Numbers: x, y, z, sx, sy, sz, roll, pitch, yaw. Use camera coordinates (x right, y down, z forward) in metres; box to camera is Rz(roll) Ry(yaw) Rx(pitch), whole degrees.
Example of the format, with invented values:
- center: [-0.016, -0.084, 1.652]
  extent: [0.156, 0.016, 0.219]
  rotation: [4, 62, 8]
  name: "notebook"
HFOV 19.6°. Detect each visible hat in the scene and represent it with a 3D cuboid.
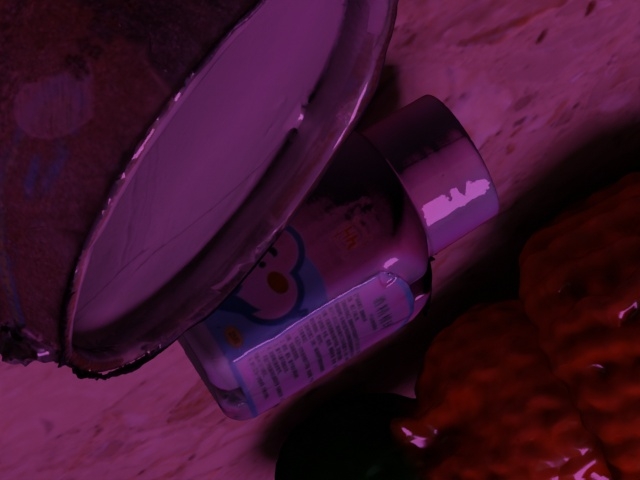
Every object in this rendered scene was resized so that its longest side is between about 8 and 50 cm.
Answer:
- center: [0.181, 0.144, 1.303]
  extent: [0.400, 0.285, 0.285]
  rotation: [-38, 153, 13]
  name: "hat"

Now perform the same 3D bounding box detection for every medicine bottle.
- center: [0.000, 0.000, 1.019]
  extent: [0.188, 0.119, 0.094]
  rotation: [-31, 152, -8]
  name: "medicine bottle"

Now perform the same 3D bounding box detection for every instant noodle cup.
- center: [-0.105, -0.079, 0.626]
  extent: [0.217, 0.207, 0.217]
  rotation: [-49, 164, -19]
  name: "instant noodle cup"

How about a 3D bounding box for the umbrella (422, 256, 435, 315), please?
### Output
- center: [0.070, 0.021, 1.240]
  extent: [0.022, 0.022, 0.149]
  rotation: [5, 155, 13]
  name: "umbrella"
